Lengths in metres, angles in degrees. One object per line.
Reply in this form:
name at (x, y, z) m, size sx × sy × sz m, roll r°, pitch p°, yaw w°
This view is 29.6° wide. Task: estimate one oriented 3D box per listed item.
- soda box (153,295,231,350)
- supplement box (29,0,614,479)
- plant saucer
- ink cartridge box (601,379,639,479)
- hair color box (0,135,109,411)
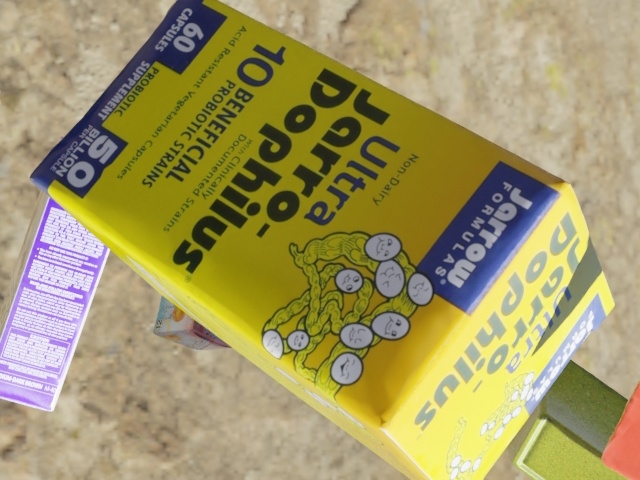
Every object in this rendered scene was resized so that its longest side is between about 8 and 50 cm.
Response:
soda box at (-0.102, 0.012, 1.160) m, size 0.058 × 0.063 × 0.183 m, roll 29°, pitch 64°, yaw -39°
supplement box at (0.000, 0.000, 0.879) m, size 0.194 × 0.356 × 0.195 m, roll -52°, pitch 148°, yaw -9°
plant saucer at (0.252, 0.204, 1.101) m, size 0.045 × 0.188 × 0.188 m, roll -47°, pitch 162°, yaw -26°
ink cartridge box at (0.369, 0.083, 0.615) m, size 0.091 × 0.385 × 0.308 m, roll 10°, pitch 107°, yaw -63°
hair color box at (-0.366, 0.041, 1.674) m, size 0.110 × 0.185 × 0.339 m, roll 20°, pitch 99°, yaw -17°
